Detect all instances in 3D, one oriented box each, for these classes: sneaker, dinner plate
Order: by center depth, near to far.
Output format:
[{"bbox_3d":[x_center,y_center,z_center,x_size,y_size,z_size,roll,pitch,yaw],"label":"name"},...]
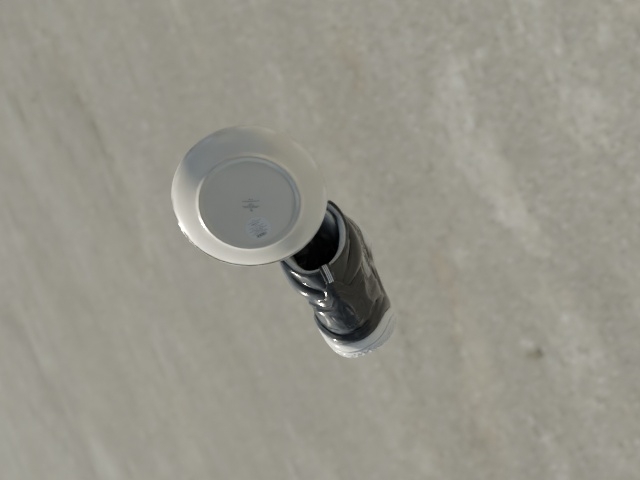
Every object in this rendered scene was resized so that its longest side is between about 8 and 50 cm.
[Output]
[{"bbox_3d":[-0.064,-0.037,1.539,0.017,0.141,0.141,-92,-7,-62],"label":"dinner plate"},{"bbox_3d":[0.000,0.000,1.919,0.153,0.101,0.268,61,-178,-39],"label":"sneaker"}]
